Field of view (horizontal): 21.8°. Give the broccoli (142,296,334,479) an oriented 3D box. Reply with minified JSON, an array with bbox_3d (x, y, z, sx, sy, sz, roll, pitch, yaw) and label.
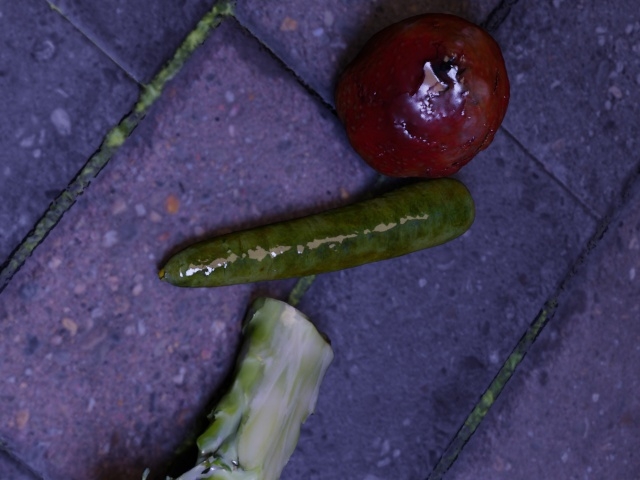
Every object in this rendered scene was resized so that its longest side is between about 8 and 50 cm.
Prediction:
[{"bbox_3d":[-0.102,0.217,1.618,0.252,0.221,0.361,13,69,-28],"label":"broccoli"}]

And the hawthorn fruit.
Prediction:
[{"bbox_3d":[0.115,-0.151,1.720,0.181,0.235,0.181,1,84,-13],"label":"hawthorn fruit"}]

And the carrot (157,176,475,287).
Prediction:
[{"bbox_3d":[0.000,0.000,1.743,0.359,0.074,0.074,-14,90,-23],"label":"carrot"}]
